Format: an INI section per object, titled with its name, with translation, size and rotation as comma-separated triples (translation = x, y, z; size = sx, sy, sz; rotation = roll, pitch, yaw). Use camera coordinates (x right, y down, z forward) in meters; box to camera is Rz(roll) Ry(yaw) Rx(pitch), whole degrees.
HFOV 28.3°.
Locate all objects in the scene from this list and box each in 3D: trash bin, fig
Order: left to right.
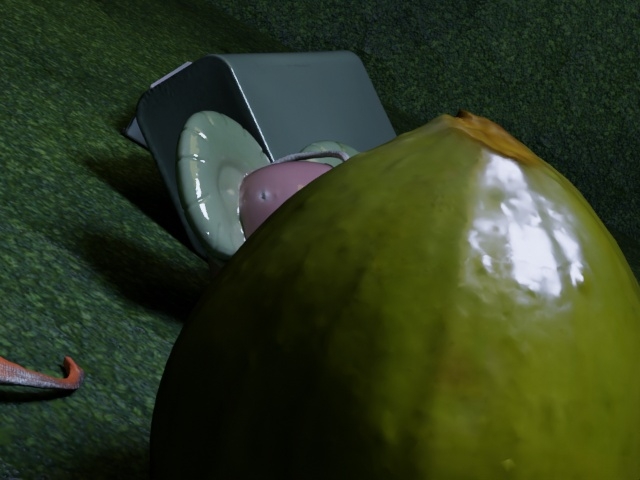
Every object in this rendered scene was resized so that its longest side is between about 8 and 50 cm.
[trash bin]
translation = -0.048, -0.099, 1.486
size = 0.343, 0.158, 0.223
rotation = -15, 80, -63
[fig]
translation = 0.064, 0.099, 0.788
size = 0.343, 0.343, 0.343
rotation = 29, 15, -8

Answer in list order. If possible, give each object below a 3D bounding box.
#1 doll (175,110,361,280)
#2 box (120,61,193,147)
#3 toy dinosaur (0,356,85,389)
[doll]
translation = 0.000, 0.000, 1.182
size = 0.284, 0.216, 0.268
rotation = 8, 57, -46
[box]
translation = -0.166, -0.164, 1.712
size = 0.135, 0.079, 0.269
rotation = 30, 15, -4
[toy dinosaur]
translation = -0.252, 0.071, 0.843
size = 0.101, 0.055, 0.279
rotation = 46, 17, 18
